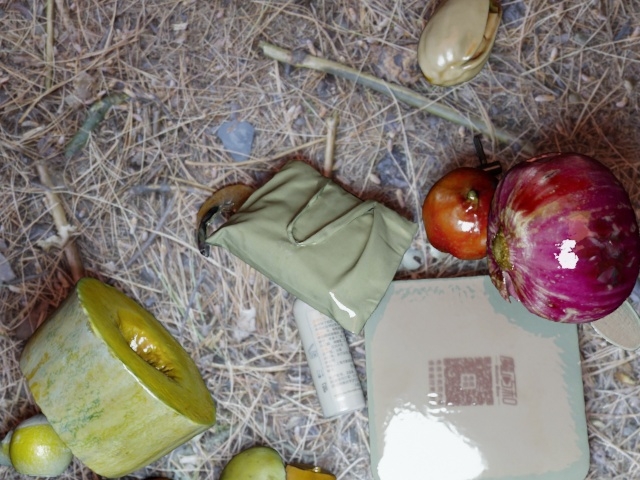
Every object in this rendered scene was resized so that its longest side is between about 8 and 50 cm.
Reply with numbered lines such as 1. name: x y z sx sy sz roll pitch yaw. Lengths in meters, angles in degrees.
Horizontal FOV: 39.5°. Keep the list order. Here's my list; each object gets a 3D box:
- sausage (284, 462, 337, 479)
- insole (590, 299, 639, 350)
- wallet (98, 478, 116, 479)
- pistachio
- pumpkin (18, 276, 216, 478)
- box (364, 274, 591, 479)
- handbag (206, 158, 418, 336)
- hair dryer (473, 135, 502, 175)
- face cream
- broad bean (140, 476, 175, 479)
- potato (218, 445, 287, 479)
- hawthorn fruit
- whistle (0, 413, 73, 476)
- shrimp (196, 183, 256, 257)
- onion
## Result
1. sausage: -0.043 0.544 1.505 0.112 0.112 0.328 9 82 8
2. insole: 0.486 0.103 1.588 0.080 0.003 0.232 -44 78 -4
3. wallet: -0.332 0.498 1.505 0.170 0.231 0.069 30 43 4
4. pistachio: 0.255 -0.381 1.648 0.144 0.144 0.215 24 72 10
5. pumpkin: -0.348 0.244 1.492 0.199 0.332 0.332 -45 78 1
6. box: 0.265 0.244 1.541 0.373 0.090 0.367 -3 79 5
7. handbag: -0.001 -0.004 1.564 0.316 0.109 0.253 29 57 19
8. hair dryer: 0.302 -0.156 1.652 0.047 0.026 0.083 -16 70 0
9. face cream: 0.006 0.177 1.585 0.082 0.082 0.269 -18 76 2
10. broad bean: -0.264 0.482 1.553 0.114 0.084 0.165 -43 84 17
11. potato: -0.140 0.477 1.484 0.111 0.160 0.271 14 82 -23
12. hawthorn fruit: 0.254 -0.052 1.550 0.169 0.188 0.169 -5 68 13
13. whistle: -0.529 0.361 1.595 0.223 0.123 0.122 -3 78 21
14. shrimp: -0.151 0.000 1.653 0.152 0.046 0.219 -29 73 -1
15. onion: 0.398 -0.007 1.413 0.272 0.230 0.256 -31 112 -4
